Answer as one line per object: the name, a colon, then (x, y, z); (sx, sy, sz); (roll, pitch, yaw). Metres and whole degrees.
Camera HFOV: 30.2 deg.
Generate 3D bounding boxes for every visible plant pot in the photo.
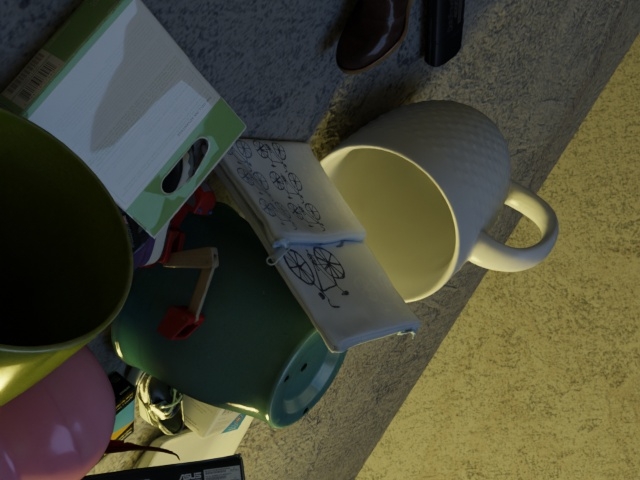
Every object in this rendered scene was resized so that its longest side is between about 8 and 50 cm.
plant pot: (-0.107, 0.124, 1.668); (0.271, 0.255, 0.272); (-44, 153, -30)
plant pot: (-0.361, 0.064, 1.074); (0.293, 0.275, 0.275); (-46, 168, 35)

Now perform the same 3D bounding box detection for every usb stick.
usb stick: (0.199, -0.377, 1.893); (0.077, 0.045, 0.278); (-41, 158, -16)

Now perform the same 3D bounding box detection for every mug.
mug: (0.211, -0.069, 1.949); (0.328, 0.374, 0.276); (-40, 152, -50)

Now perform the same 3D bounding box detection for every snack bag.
snack bag: (0.000, 0.000, 1.654); (0.037, 0.342, 0.323); (-37, 167, 21)

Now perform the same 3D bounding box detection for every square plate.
square plate: (-0.284, 0.458, 2.175); (0.344, 0.049, 0.347); (-60, 160, 16)

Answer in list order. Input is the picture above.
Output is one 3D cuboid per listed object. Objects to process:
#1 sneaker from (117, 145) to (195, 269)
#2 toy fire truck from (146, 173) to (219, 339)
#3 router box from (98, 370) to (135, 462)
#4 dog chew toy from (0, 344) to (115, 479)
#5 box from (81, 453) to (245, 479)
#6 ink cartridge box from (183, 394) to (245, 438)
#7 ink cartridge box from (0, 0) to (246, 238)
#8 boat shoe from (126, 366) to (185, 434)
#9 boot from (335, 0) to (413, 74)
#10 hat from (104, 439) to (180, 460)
sneaker: (-0.231, -0.052, 1.362); (0.124, 0.107, 0.283); (-29, 149, -39)
toy fire truck: (-0.180, 0.018, 1.540); (0.192, 0.135, 0.047); (-57, 161, 10)
router box: (-0.350, 0.291, 1.743); (0.179, 0.046, 0.133); (-40, 157, -34)
dog chew toy: (-0.397, 0.231, 1.327); (0.332, 0.206, 0.207); (-33, 153, -28)
box: (-0.290, 0.350, 1.589); (0.307, 0.077, 0.242); (0, 167, -40)
ink cartridge box: (-0.152, 0.240, 2.060); (0.191, 0.082, 0.139); (-59, 161, 10)
ink cartridge box: (-0.199, -0.133, 1.243); (0.171, 0.056, 0.235); (-51, 140, -9)
boat shoe: (-0.247, 0.240, 1.859); (0.078, 0.070, 0.219); (-46, 159, -21)
boot: (0.068, -0.362, 1.599); (0.248, 0.090, 0.207); (-53, 149, 2)
hat: (-0.325, 0.273, 1.559); (0.208, 0.183, 0.173); (-45, 161, -26)
